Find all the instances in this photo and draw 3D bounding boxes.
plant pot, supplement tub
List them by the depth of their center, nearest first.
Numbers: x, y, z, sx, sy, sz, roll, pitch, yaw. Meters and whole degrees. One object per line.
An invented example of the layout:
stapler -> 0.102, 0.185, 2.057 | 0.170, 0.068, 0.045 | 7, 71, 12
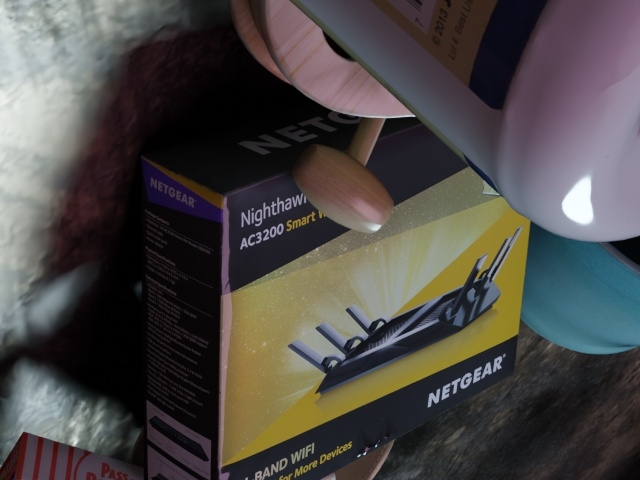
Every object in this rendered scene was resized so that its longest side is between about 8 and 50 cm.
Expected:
supplement tub -> 0.062, -0.176, 0.568 | 0.228, 0.316, 0.228 | -35, 154, -20
plant pot -> 0.262, -0.030, 1.206 | 0.272, 0.271, 0.255 | -34, 167, -23

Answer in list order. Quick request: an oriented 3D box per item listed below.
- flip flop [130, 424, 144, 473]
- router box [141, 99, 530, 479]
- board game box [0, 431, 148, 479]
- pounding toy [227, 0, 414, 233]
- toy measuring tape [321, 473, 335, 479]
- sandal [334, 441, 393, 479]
flip flop -> -0.089, 0.144, 1.141 | 0.112, 0.080, 0.277 | -53, 168, 8
router box -> 0.020, 0.025, 1.012 | 0.309, 0.081, 0.242 | -23, 125, -40
board game box -> -0.175, 0.225, 1.038 | 0.147, 0.045, 0.193 | 21, 128, -20
pounding toy -> 0.030, -0.150, 0.843 | 0.154, 0.155, 0.269 | 26, 97, -25
toy measuring tape -> -0.098, 0.284, 1.183 | 0.330, 0.121, 0.121 | -32, 165, 33
sandal -> 0.030, 0.133, 1.303 | 0.240, 0.088, 0.079 | -59, -168, -1
